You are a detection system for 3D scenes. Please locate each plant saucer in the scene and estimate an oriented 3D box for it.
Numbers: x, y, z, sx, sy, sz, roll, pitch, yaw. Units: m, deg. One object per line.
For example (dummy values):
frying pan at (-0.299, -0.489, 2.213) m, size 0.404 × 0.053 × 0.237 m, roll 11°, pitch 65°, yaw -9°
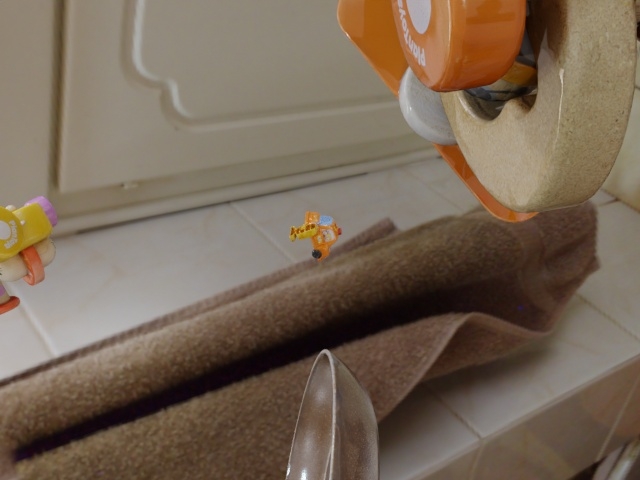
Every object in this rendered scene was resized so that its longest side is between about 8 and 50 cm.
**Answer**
plant saucer at (0.001, 0.252, 0.725) m, size 0.310 × 0.050 × 0.310 m, roll -170°, pitch 90°, yaw -85°

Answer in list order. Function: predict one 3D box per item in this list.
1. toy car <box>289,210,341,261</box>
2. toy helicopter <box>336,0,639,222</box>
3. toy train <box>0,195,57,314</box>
toy car at (0.000, 0.000, 0.942) m, size 0.041 × 0.122 × 0.060 m, roll -14°, pitch 100°, yaw 10°
toy helicopter at (0.076, -0.164, 0.487) m, size 0.235 × 0.140 × 0.355 m, roll 90°, pitch 165°, yaw -55°
toy train at (-0.189, 0.025, 0.420) m, size 0.046 × 0.125 × 0.166 m, roll 62°, pitch 173°, yaw -8°
